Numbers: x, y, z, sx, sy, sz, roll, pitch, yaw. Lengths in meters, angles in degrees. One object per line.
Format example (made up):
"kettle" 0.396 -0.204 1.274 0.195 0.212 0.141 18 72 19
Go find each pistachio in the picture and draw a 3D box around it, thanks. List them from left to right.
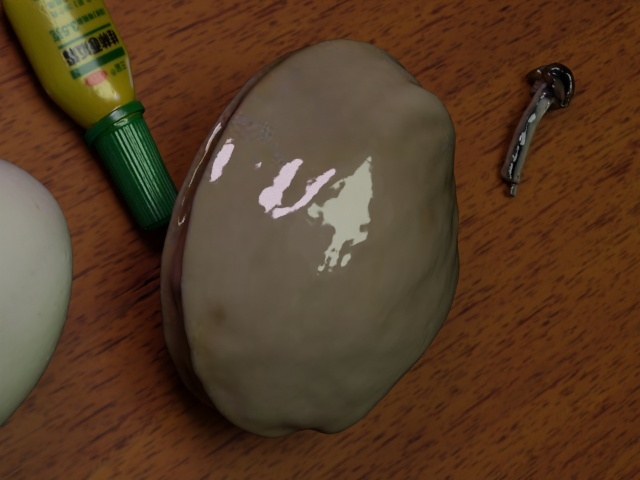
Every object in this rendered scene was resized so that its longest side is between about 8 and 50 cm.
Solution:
"pistachio" 0.000 0.000 1.964 0.365 0.281 0.445 28 79 -36

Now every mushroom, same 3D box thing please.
"mushroom" 0.266 -0.143 2.298 0.060 0.061 0.187 37 73 -30

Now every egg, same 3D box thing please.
"egg" -0.376 0.055 1.679 0.283 0.283 0.345 50 50 -15

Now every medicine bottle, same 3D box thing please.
"medicine bottle" -0.236 -0.154 1.944 0.111 0.076 0.309 -31 98 -34
